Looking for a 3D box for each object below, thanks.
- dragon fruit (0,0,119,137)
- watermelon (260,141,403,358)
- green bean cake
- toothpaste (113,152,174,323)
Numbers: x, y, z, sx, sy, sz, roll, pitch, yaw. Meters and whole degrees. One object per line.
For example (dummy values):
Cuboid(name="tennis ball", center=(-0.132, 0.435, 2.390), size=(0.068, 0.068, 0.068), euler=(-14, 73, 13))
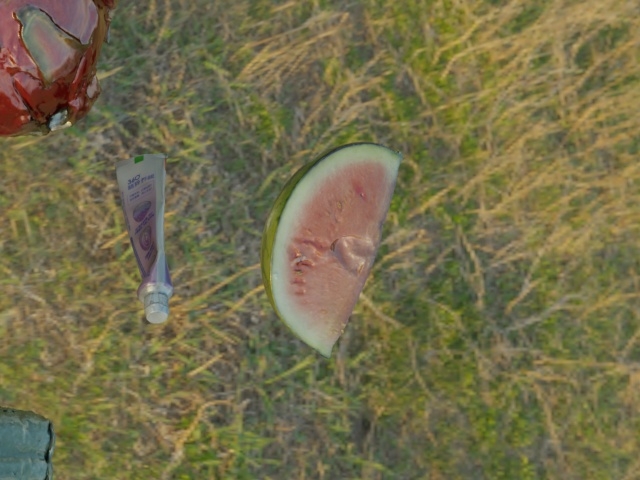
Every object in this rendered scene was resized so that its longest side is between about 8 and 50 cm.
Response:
Cuboid(name="dragon fruit", center=(-0.320, -0.239, 0.887), size=(0.277, 0.277, 0.343), euler=(-29, 121, -43))
Cuboid(name="watermelon", center=(-0.020, -0.007, 1.392), size=(0.159, 0.128, 0.304), euler=(18, 91, -30))
Cuboid(name="green bean cake", center=(-0.480, 0.336, 1.334), size=(0.132, 0.255, 0.241), euler=(14, 75, -53))
Cuboid(name="toothpaste", center=(-0.235, -0.013, 1.372), size=(0.048, 0.075, 0.301), euler=(39, 28, -43))
